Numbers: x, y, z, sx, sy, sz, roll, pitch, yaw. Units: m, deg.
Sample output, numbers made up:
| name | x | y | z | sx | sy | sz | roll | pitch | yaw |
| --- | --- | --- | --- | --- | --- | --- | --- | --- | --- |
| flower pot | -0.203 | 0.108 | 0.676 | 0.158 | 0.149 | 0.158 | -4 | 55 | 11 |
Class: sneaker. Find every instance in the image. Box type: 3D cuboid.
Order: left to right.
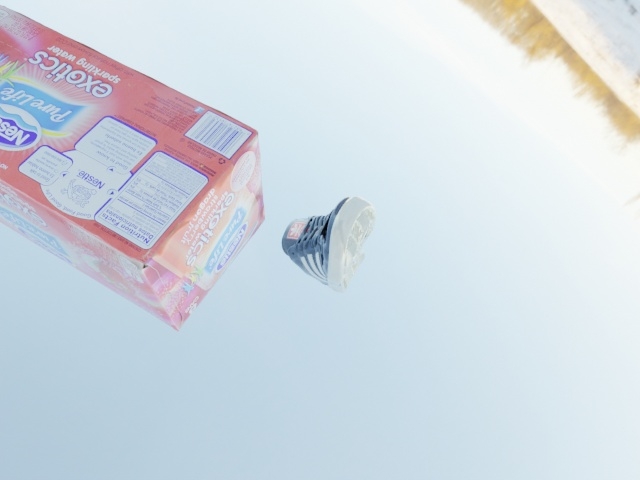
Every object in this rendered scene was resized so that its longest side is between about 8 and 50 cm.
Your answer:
| name | x | y | z | sx | sy | sz | roll | pitch | yaw |
| --- | --- | --- | --- | --- | --- | --- | --- | --- | --- |
| sneaker | 0.000 | 0.000 | 0.917 | 0.148 | 0.350 | 0.131 | 30 | -107 | 9 |

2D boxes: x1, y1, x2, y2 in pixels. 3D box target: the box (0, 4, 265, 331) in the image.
| name | x | y | z | sx | sy | sz | roll | pitch | yaw |
| --- | --- | --- | --- | --- | --- | --- | --- | --- | --- |
| box | -0.216 | -0.068 | 0.482 | 0.300 | 0.142 | 0.154 | 27 | -118 | 12 |
